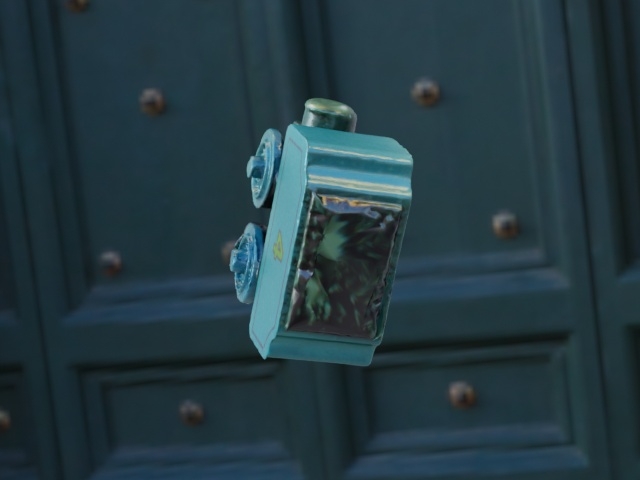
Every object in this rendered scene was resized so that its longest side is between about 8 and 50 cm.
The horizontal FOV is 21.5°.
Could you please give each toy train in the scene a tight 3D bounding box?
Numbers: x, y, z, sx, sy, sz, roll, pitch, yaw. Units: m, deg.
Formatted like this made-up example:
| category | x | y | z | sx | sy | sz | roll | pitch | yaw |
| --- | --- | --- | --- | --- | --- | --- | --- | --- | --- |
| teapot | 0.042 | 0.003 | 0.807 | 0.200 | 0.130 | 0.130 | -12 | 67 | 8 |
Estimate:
| category | x | y | z | sx | sy | sz | roll | pitch | yaw |
| --- | --- | --- | --- | --- | --- | --- | --- | --- | --- |
| toy train | 0.000 | 0.000 | 1.249 | 0.107 | 0.198 | 0.154 | 7 | 15 | -16 |
